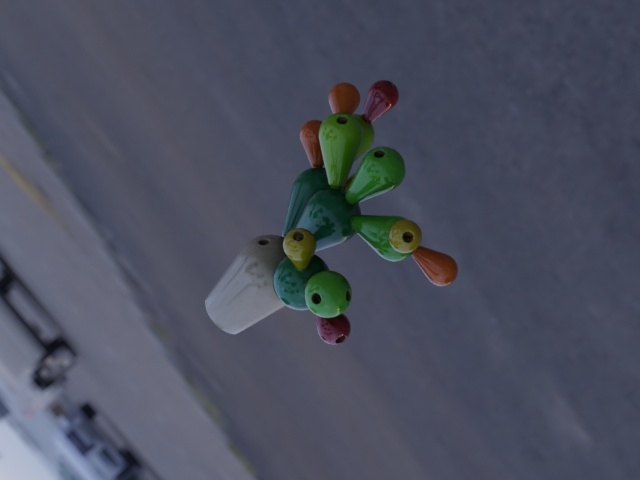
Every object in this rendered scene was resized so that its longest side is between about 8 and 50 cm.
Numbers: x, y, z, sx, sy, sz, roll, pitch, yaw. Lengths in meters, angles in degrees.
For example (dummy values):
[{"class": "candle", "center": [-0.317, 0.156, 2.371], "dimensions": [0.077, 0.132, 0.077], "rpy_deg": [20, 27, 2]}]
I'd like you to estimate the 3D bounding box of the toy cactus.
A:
[{"class": "toy cactus", "center": [0.000, 0.000, 1.225], "dimensions": [0.112, 0.180, 0.219], "rpy_deg": [32, -146, -27]}]
